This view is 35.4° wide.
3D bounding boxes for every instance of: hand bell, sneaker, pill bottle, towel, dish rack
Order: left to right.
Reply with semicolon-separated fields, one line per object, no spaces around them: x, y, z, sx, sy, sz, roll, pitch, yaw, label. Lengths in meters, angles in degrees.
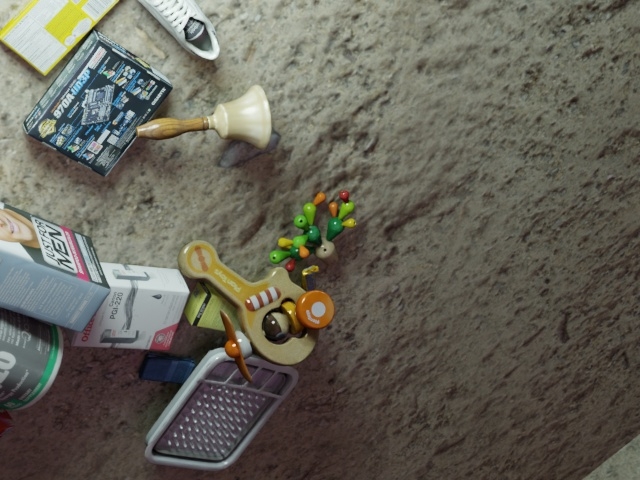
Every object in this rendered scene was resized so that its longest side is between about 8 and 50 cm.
-0.664;0.173;1.822;0.204;0.204;0.361;-47;141;8;pill bottle
-0.341;0.284;2.222;0.119;0.029;0.067;11;116;-34;towel
-0.256;-0.410;1.745;0.090;0.095;0.235;-42;129;6;sneaker
-0.225;-0.216;1.873;0.242;0.126;0.126;-10;126;-21;hand bell
-0.235;0.380;2.298;0.285;0.072;0.333;21;110;-47;dish rack

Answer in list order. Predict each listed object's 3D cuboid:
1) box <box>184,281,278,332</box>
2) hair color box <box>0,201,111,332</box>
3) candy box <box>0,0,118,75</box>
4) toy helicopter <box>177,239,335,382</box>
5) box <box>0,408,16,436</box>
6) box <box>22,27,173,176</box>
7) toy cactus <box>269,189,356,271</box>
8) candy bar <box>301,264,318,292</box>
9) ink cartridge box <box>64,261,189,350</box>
-0.176;0.156;2.202;0.232;0.058;0.087;13;114;-33;box
-0.581;0.021;1.809;0.374;0.185;0.114;24;109;-38;hair color box
-0.439;-0.386;1.706;0.206;0.027;0.105;-44;128;5;candy box
-0.161;0.138;2.103;0.355;0.140;0.235;39;73;-15;toy helicopter
-0.714;0.358;1.928;0.128;0.123;0.257;-39;173;2;box
-0.400;-0.244;1.810;0.175;0.051;0.220;30;105;-39;box
0.000;0.000;2.170;0.219;0.112;0.180;-44;141;-5;toy cactus
-0.026;0.091;2.221;0.040;0.018;0.161;-21;161;-11;candy bar
-0.398;0.135;2.048;0.217;0.092;0.159;8;118;-30;ink cartridge box
